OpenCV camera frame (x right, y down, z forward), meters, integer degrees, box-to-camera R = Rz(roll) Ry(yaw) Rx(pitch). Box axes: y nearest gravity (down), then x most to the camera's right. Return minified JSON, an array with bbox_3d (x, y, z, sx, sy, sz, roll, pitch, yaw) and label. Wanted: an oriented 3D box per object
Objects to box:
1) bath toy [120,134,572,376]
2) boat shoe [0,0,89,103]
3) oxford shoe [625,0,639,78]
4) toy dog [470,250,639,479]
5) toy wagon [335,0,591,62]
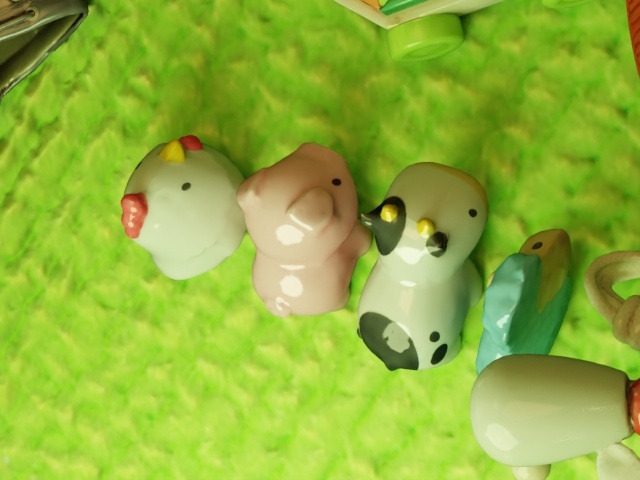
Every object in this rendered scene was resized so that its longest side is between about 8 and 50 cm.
[{"bbox_3d":[0.000,0.000,1.180,0.348,0.129,0.151,17,96,25],"label":"bath toy"},{"bbox_3d":[-0.303,-0.128,1.341,0.285,0.103,0.092,-41,68,13],"label":"boat shoe"},{"bbox_3d":[0.279,-0.102,1.078,0.098,0.097,0.271,-19,85,-11],"label":"oxford shoe"},{"bbox_3d":[0.272,0.153,1.035,0.334,0.220,0.161,19,129,32],"label":"toy dog"},{"bbox_3d":[0.130,-0.290,1.158,0.344,0.068,0.267,-18,82,24],"label":"toy wagon"}]
